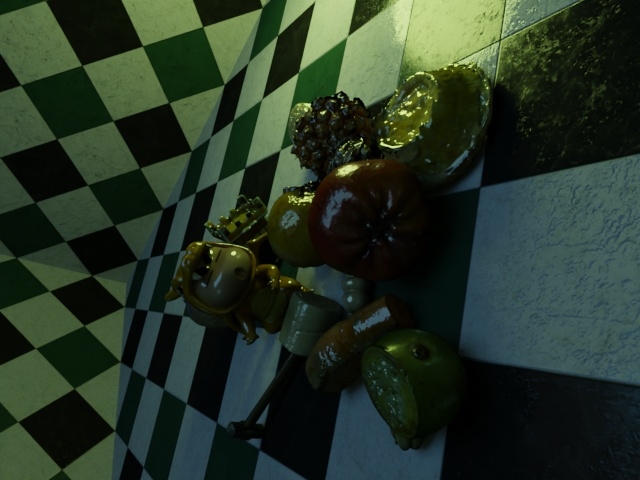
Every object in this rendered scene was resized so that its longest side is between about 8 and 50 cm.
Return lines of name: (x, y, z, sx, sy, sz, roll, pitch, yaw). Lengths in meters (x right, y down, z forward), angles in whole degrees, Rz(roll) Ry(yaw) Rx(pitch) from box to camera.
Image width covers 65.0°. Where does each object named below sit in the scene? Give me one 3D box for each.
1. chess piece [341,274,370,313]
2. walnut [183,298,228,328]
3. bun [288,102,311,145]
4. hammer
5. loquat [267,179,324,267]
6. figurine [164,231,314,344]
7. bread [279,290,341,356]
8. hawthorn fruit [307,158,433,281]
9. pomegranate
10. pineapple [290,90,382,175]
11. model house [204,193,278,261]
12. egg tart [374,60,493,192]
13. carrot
chess piece: (0.089, 0.097, 1.255, 0.094, 0.094, 0.170, -25, 57, 52)
walnut: (-0.381, 0.199, 1.842, 0.248, 0.248, 0.248, -36, 45, 46)
bun: (-0.029, -0.384, 1.697, 0.167, 0.114, 0.173, -20, 80, 60)
hammer: (-0.134, 0.428, 1.447, 0.365, 0.111, 0.043, -57, 41, 11)
loquat: (-0.032, -0.045, 1.340, 0.244, 0.244, 0.243, -36, 45, 46)
figurine: (-0.243, 0.157, 1.486, 0.268, 0.387, 0.400, -90, 26, -56)
bread: (-0.028, 0.221, 1.329, 0.148, 0.134, 0.141, -137, 65, -71)
hawthorn fruit: (0.105, -0.056, 1.139, 0.298, 0.277, 0.276, -134, 66, -74)
pomegranate: (0.190, 0.278, 0.928, 0.190, 0.159, 0.240, -15, 88, 66)
pineapple: (0.072, -0.219, 1.323, 0.262, 0.263, 0.271, -57, 36, 24)
model house: (-0.254, -0.022, 1.767, 0.198, 0.215, 0.224, -44, 25, -18)
egg tart: (0.243, -0.275, 1.167, 0.345, 0.133, 0.345, -35, 44, 43)
carrot: (0.079, 0.238, 1.153, 0.302, 0.139, 0.138, -46, 38, 27)
